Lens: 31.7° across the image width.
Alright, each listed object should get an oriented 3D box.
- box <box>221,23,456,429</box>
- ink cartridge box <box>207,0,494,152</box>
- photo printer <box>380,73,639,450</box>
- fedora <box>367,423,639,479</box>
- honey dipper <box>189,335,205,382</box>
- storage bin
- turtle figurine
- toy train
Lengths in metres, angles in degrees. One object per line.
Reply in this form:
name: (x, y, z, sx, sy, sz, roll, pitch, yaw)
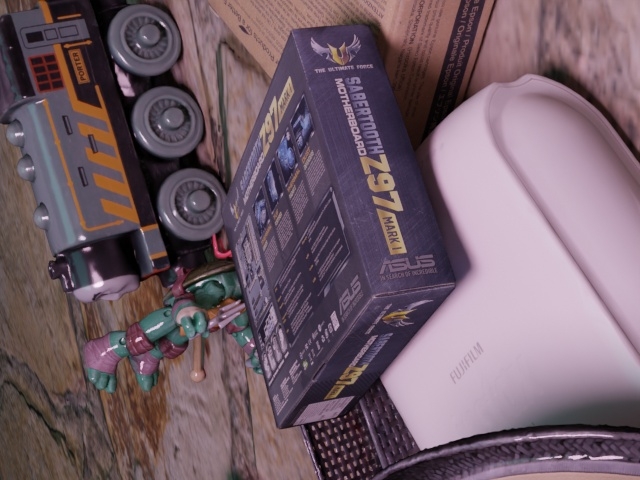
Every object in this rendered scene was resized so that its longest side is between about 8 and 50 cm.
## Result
box: (0.000, 0.000, 0.743, 0.232, 0.059, 0.183, 120, 138, -57)
ink cartridge box: (0.016, -0.193, 0.795, 0.234, 0.088, 0.193, 52, 146, 33)
photo printer: (0.139, 0.071, 0.694, 0.307, 0.107, 0.256, 60, 149, 22)
fedora: (0.157, 0.225, 0.524, 0.334, 0.152, 0.334, 11, 139, 10)
honey dipper: (-0.140, 0.103, 1.290, 0.030, 0.030, 0.160, 47, 146, 39)
storage bin: (0.056, 0.173, 0.918, 0.122, 0.084, 0.180, -30, 79, 60)
turtle figurine: (-0.111, 0.082, 1.116, 0.234, 0.175, 0.118, -26, 57, 23)
toy train: (-0.223, -0.099, 1.157, 0.142, 0.190, 0.334, -18, 88, 62)
